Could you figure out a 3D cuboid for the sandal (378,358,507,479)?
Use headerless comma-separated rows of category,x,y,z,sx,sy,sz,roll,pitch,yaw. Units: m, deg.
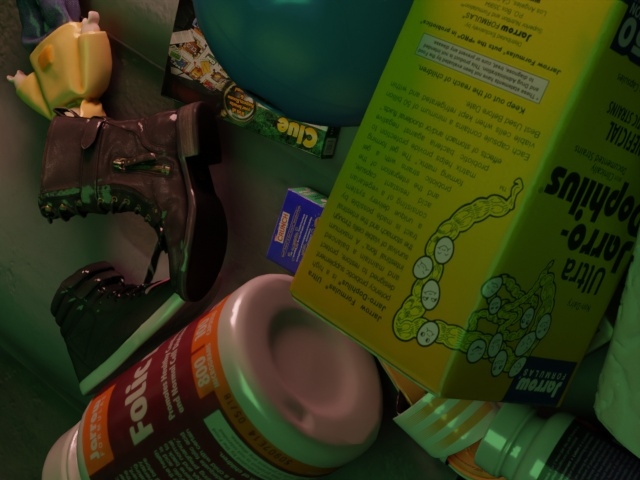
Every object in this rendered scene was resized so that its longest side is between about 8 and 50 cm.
sandal,0.109,0.161,1.159,0.265,0.076,0.102,51,120,20

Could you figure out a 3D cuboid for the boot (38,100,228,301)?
boot,-0.234,-0.046,1.302,0.229,0.091,0.263,-7,74,18

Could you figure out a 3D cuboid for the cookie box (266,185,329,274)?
cookie box,0.000,0.000,1.240,0.107,0.040,0.092,30,111,29

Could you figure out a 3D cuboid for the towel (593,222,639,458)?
towel,0.369,0.102,0.842,0.317,0.053,0.332,37,137,38

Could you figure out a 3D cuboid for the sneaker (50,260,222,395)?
sneaker,-0.251,0.075,1.383,0.295,0.104,0.147,-38,78,36

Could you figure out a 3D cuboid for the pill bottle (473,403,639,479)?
pill bottle,0.250,0.231,1.036,0.193,0.108,0.108,29,111,21

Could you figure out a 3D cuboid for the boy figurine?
boy figurine,-0.349,-0.228,1.431,0.177,0.092,0.285,-21,81,31

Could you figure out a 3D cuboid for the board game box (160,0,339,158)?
board game box,-0.078,-0.200,1.282,0.259,0.030,0.136,25,106,31

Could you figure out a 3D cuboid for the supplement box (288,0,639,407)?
supplement box,0.161,-0.059,0.936,0.195,0.194,0.357,32,103,41

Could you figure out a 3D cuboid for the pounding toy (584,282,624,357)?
pounding toy,0.218,0.016,1.057,0.181,0.094,0.206,-38,74,32

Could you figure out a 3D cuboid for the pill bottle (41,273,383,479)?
pill bottle,-0.137,0.222,1.247,0.392,0.224,0.224,-36,75,33

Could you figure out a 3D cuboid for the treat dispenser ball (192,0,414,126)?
treat dispenser ball,0.018,-0.254,1.048,0.288,0.288,0.288,4,98,35
